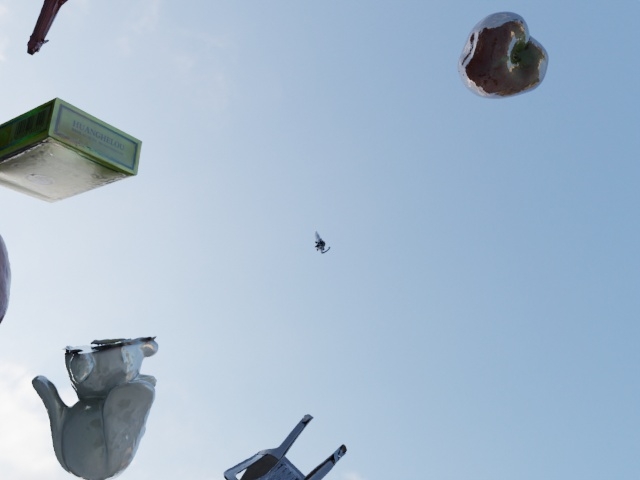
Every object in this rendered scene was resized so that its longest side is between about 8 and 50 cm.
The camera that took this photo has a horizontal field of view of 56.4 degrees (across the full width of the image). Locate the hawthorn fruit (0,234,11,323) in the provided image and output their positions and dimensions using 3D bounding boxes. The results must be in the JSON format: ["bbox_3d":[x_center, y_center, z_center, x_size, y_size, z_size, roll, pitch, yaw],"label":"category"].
[{"bbox_3d":[-0.495,0.061,0.740,0.224,0.224,0.261,34,-27,1],"label":"hawthorn fruit"}]

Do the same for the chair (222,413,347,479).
[{"bbox_3d":[-0.087,0.500,1.180,0.175,0.326,0.183,36,-71,17],"label":"chair"}]

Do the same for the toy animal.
[{"bbox_3d":[-0.432,0.323,1.190,0.249,0.174,0.289,-28,-99,14],"label":"toy animal"}]

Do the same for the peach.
[{"bbox_3d":[0.320,-0.330,1.067,0.152,0.152,0.152,6,-67,14],"label":"peach"}]

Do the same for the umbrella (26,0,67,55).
[{"bbox_3d":[-0.273,-0.271,0.632,0.027,0.025,0.165,35,-78,15],"label":"umbrella"}]

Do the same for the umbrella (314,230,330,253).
[{"bbox_3d":[-0.004,0.003,1.037,0.022,0.149,0.022,-34,-76,-2],"label":"umbrella"}]

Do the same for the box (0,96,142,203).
[{"bbox_3d":[-0.385,-0.121,0.859,0.220,0.141,0.064,-8,-111,34],"label":"box"}]
